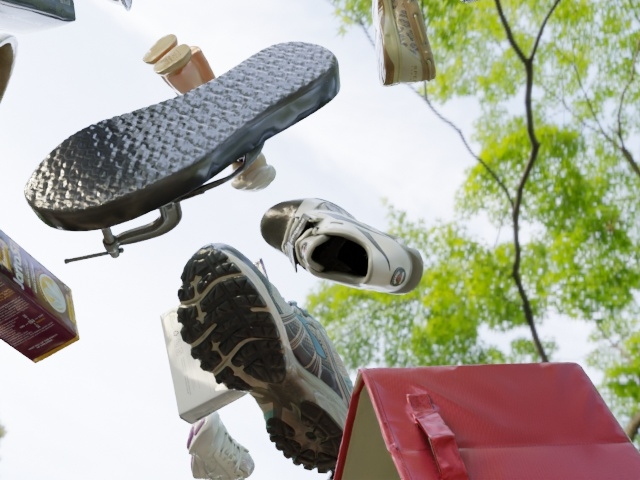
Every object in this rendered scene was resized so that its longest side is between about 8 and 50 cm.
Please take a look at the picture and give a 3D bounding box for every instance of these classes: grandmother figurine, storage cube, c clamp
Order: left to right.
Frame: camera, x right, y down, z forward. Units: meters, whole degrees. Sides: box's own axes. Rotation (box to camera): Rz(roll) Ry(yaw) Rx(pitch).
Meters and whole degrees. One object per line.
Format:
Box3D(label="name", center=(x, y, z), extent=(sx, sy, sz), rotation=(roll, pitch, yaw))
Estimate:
Box3D(label="c clamp", center=(-0.215, -0.024, 0.895), extent=(0.137, 0.022, 0.160), rotation=(-12, -28, -16))
Box3D(label="grandmother figurine", center=(-0.186, -0.213, 1.531), extent=(0.104, 0.208, 0.342), rotation=(-34, -49, 1))
Box3D(label="storage cube", center=(0.125, 0.221, 0.625), extent=(0.193, 0.183, 0.215), rotation=(0, -60, -14))

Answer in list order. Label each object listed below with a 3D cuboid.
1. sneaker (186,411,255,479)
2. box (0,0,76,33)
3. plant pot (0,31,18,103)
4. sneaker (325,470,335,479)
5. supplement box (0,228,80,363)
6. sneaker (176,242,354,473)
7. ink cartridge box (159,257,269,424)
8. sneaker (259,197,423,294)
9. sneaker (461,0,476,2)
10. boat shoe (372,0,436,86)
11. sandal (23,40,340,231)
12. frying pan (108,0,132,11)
Box3D(label="sneaker", center=(-0.218, 0.462, 1.859), extent=(0.152, 0.114, 0.305), rotation=(13, -33, 5))
Box3D(label="box", center=(-0.264, -0.277, 0.587), extent=(0.059, 0.183, 0.232), rotation=(-8, -87, 17))
Box3D(label="plant pot", center=(-0.606, -0.188, 1.049), extent=(0.305, 0.333, 0.334), rotation=(28, -50, -14))
Box3D(label="sneaker", center=(0.021, 0.372, 1.107), extent=(0.109, 0.286, 0.130), rotation=(15, -63, 18))
Box3D(label="supplement box", center=(-0.427, 0.076, 1.157), extent=(0.081, 0.104, 0.188), rotation=(-29, -40, 4))
Box3D(label="sneaker", center=(-0.050, 0.114, 0.891), extent=(0.110, 0.122, 0.283), rotation=(-21, -69, 25))
Box3D(label="ink cartridge box", center=(-0.159, 0.169, 1.423), extent=(0.224, 0.223, 0.045), rotation=(-29, -41, 11))
Box3D(label="sneaker", center=(0.000, 0.000, 1.382), extent=(0.331, 0.146, 0.122), rotation=(18, -80, 37))
Box3D(label="sneaker", center=(0.185, -0.446, 1.108), extent=(0.100, 0.271, 0.108), rotation=(-14, -15, 34))
Box3D(label="boat shoe", center=(0.137, -0.376, 1.386), extent=(0.089, 0.285, 0.104), rotation=(0, -24, -2))
Box3D(label="sandal", center=(-0.083, -0.067, 0.594), extent=(0.097, 0.254, 0.054), rotation=(35, -36, 38))
Box3D(label="frying pan", center=(-0.220, -0.379, 0.841), extent=(0.053, 0.326, 0.197), rotation=(-6, -30, -6))
